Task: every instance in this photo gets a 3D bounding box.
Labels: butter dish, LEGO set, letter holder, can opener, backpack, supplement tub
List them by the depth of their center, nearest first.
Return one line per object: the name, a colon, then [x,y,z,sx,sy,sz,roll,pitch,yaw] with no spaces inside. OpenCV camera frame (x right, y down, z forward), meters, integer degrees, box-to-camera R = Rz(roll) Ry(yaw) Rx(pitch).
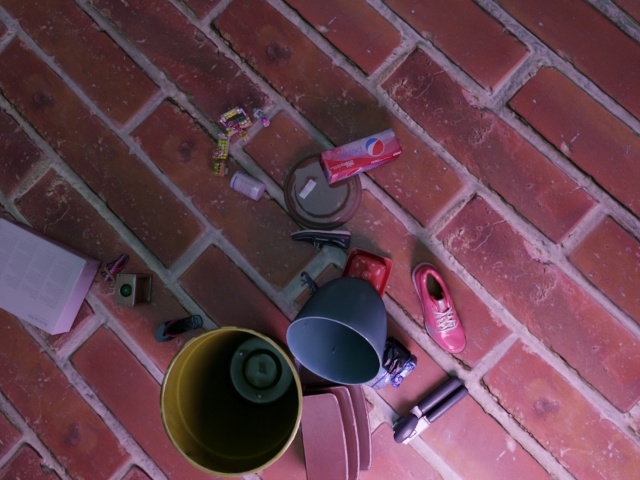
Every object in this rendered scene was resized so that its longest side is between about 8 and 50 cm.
backpack: [0.211,0.408,1.293,0.117,0.158,0.173,41,93,14]
letter holder: [0.056,0.619,1.296,0.214,0.152,0.302,-7,85,3]
can opener: [0.352,0.552,1.298,0.283,0.095,0.076,-39,84,2]
butter dish: [0.150,0.113,1.340,0.159,0.118,0.160,20,88,7]
LEGO set: [-0.318,-0.366,1.427,0.132,0.107,0.287,41,90,7]
supplement tub: [-0.255,-0.193,1.427,0.107,0.071,0.071,29,89,7]

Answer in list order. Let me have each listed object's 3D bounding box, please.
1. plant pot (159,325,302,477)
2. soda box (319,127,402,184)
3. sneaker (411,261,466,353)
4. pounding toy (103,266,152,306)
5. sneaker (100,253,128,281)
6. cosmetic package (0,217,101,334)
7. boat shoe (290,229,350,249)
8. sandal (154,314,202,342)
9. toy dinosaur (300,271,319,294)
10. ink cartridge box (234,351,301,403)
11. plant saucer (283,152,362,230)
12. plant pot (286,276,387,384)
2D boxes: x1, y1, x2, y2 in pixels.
plant pot: [-0.209,0.417,1.187,0.366,0.353,0.367,-1,85,6]
soda box: [0.133,-0.283,1.361,0.263,0.083,0.092,-21,81,-10]
sneaker: [0.377,0.221,1.301,0.115,0.136,0.314,-23,84,5]
pounding toy: [-0.666,0.159,1.404,0.100,0.141,0.130,2,86,6]
sneaker: [-0.751,0.090,1.470,0.057,0.047,0.119,40,89,18]
cosmetic package: [-1.031,0.126,1.465,0.377,0.097,0.285,25,87,7]
boat shoe: [0.000,0.000,1.386,0.206,0.075,0.065,0,83,1]
sandal: [-0.506,0.307,1.427,0.179,0.040,0.067,-21,84,4]
toy dinosaur: [-0.037,0.146,1.407,0.090,0.047,0.082,-4,74,-28]
ink cartridge box: [-0.178,0.497,1.379,0.223,0.045,0.224,4,85,6]
plant saucer: [0.006,-0.174,1.416,0.277,0.041,0.278,0,86,6]
plant pot: [0.073,0.255,1.252,0.292,0.235,0.293,13,131,16]
